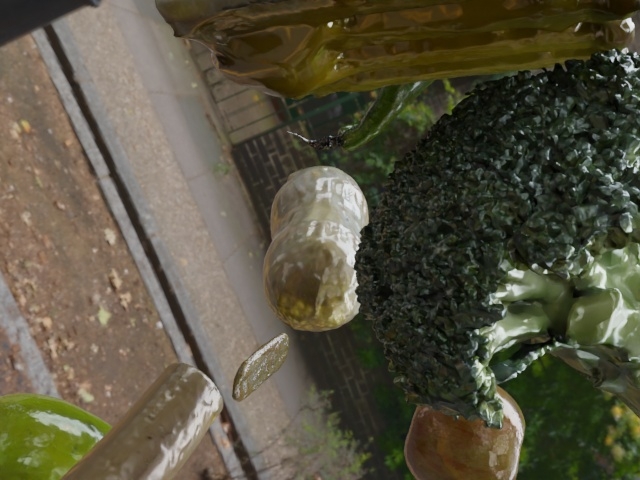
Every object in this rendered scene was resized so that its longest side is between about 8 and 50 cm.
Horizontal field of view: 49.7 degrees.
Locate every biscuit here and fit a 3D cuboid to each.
[{"bbox_3d":[-0.085,0.181,0.999,0.147,0.018,0.071,-32,138,-58],"label":"biscuit"}]

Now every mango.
[{"bbox_3d":[-0.307,0.282,0.838,0.273,0.185,0.149,33,54,-16],"label":"mango"}]

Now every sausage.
[{"bbox_3d":[-0.167,0.187,0.440,0.301,0.066,0.065,-44,117,-46],"label":"sausage"}]

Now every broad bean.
[{"bbox_3d":[0.100,-0.215,0.890,0.098,0.318,0.056,23,35,-44],"label":"broad bean"}]

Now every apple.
[{"bbox_3d":[0.244,0.331,1.161,0.211,0.188,0.211,13,90,-75],"label":"apple"}]

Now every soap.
[{"bbox_3d":[0.068,-0.179,0.478,0.259,0.281,0.142,-9,99,-70],"label":"soap"}]

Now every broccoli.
[{"bbox_3d":[0.175,0.059,0.502,0.361,0.252,0.221,59,7,-28],"label":"broccoli"}]

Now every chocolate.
[{"bbox_3d":[0.000,0.000,0.852,0.309,0.134,0.134,-93,160,-61],"label":"chocolate"}]
